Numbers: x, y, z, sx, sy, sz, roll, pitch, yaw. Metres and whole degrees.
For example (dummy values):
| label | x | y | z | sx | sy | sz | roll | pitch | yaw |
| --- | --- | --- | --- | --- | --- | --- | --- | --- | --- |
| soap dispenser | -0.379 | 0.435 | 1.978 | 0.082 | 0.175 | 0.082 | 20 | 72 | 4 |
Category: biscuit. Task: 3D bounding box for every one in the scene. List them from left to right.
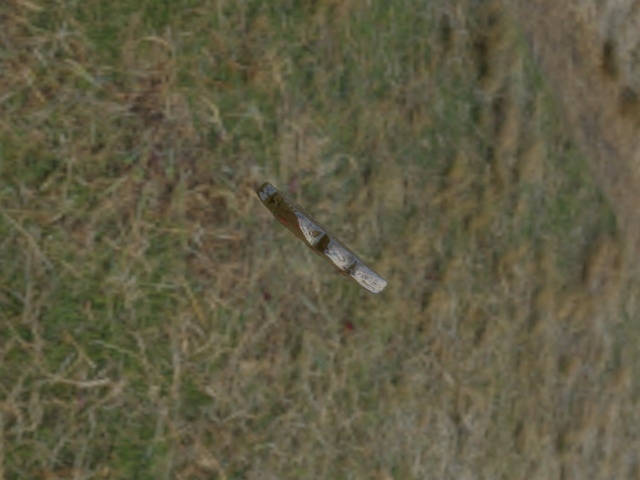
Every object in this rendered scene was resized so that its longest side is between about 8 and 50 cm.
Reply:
| label | x | y | z | sx | sy | sz | roll | pitch | yaw |
| --- | --- | --- | --- | --- | --- | --- | --- | --- | --- |
| biscuit | 0.000 | 0.000 | 0.953 | 0.019 | 0.130 | 0.119 | -50 | -174 | 3 |
